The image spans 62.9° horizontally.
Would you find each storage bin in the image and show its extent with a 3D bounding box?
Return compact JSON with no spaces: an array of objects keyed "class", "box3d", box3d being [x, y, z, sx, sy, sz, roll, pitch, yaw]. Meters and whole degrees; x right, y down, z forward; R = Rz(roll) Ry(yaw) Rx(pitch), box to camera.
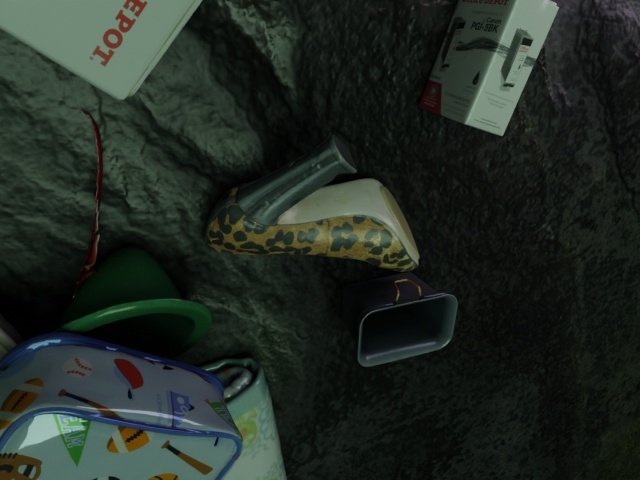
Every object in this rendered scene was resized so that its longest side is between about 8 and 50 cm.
[{"class":"storage bin","box3d":[0.091,0.086,0.672,0.135,0.091,0.098,-10,119,-20]}]

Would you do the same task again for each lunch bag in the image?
[{"class":"lunch bag","box3d":[-0.227,0.240,0.481,0.243,0.115,0.303,28,104,-42]}]

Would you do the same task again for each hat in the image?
[{"class":"hat","box3d":[-0.216,0.026,0.549,0.208,0.183,0.173,-35,153,22]}]

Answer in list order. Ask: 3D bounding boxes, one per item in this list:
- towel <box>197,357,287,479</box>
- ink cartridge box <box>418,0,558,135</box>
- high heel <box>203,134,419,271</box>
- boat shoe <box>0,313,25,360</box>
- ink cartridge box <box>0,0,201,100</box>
[{"class":"towel","box3d":[-0.226,0.336,0.663,0.374,0.090,0.320,-17,124,-18]},{"class":"ink cartridge box","box3d":[0.173,-0.193,0.559,0.056,0.099,0.135,9,110,-26]},{"class":"high heel","box3d":[0.000,0.000,0.614,0.186,0.093,0.261,-28,139,18]},{"class":"boat shoe","box3d":[-0.384,0.039,0.450,0.112,0.095,0.335,-37,129,2]},{"class":"ink cartridge box","box3d":[-0.192,-0.254,0.329,0.273,0.114,0.197,31,118,-32]}]
